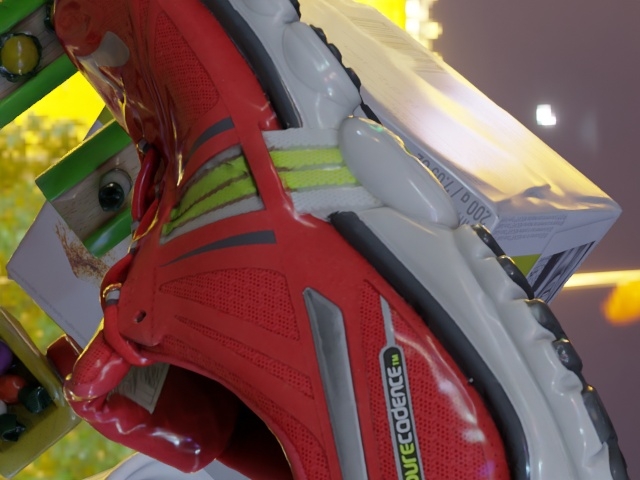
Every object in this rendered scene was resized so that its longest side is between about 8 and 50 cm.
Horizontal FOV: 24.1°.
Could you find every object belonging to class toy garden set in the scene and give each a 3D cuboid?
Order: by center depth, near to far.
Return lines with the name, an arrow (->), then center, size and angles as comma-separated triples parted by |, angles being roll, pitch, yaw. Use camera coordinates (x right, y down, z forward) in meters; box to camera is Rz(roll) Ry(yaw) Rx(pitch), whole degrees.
toy garden set -> -0.121, -0.037, 0.617 | 0.244, 0.204, 0.049 | 53, -4, -12

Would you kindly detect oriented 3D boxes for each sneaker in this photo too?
sneaker -> -0.030, 0.003, 0.436 | 0.279, 0.118, 0.107 | 51, -9, 39

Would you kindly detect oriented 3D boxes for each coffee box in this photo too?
coffee box -> 0.000, 0.000, 1.345 | 0.337, 0.338, 0.334 | 42, -71, 19

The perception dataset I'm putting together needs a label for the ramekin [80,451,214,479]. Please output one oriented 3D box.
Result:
ramekin -> -0.146, 0.321, 1.299 | 0.135, 0.277, 0.277 | -19, -107, 38
